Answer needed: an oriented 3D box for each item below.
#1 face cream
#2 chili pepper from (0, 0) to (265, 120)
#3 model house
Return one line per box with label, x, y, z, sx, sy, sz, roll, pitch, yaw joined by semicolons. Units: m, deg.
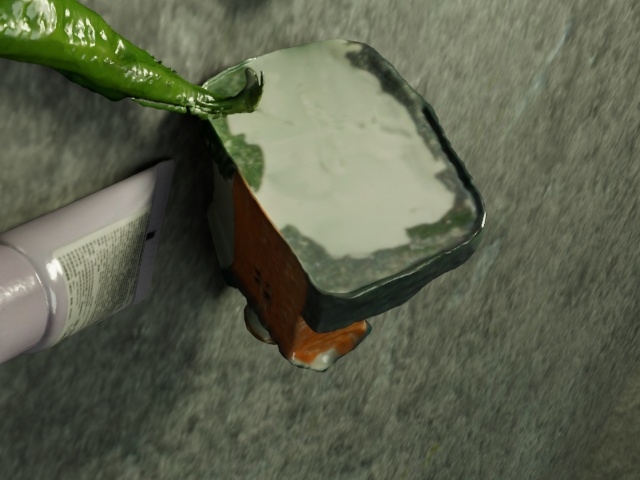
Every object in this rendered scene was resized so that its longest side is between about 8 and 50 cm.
face cream;-0.216;0.025;0.949;0.274;0.096;0.154;-29;137;-57
chili pepper;-0.187;-0.153;0.838;0.085;0.076;0.359;-49;148;21
model house;0.000;0.000;1.077;0.190;0.271;0.301;-22;151;-24
